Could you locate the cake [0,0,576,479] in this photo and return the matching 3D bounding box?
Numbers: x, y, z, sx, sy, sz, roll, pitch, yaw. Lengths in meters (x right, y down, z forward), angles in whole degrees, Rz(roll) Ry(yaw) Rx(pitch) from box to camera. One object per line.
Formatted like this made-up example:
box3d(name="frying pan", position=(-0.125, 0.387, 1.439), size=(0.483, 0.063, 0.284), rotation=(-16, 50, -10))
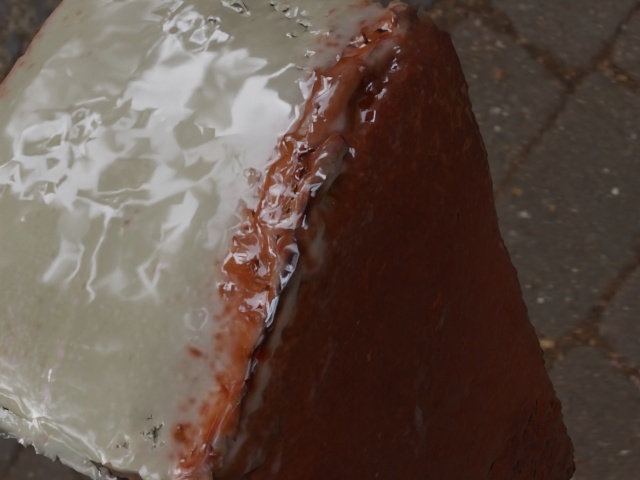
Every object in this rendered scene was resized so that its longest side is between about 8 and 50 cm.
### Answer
box3d(name="cake", position=(0.000, 0.000, 0.521), size=(0.158, 0.262, 0.159), rotation=(18, 93, 33))
